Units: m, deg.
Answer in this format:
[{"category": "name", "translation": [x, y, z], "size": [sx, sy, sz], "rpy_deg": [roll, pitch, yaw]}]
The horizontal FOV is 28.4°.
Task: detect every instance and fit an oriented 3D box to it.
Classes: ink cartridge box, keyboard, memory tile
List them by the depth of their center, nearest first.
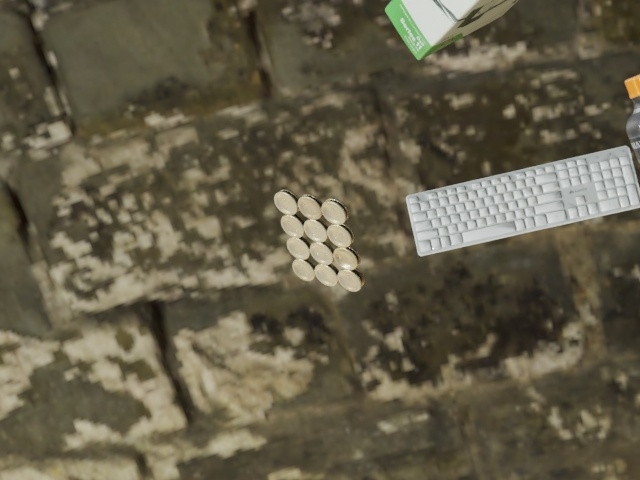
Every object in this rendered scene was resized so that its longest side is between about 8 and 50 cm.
[{"category": "keyboard", "translation": [0.228, -0.044, 1.422], "size": [0.256, 0.072, 0.014], "rpy_deg": [-13, -16, 6]}, {"category": "ink cartridge box", "translation": [0.192, -0.322, 1.552], "size": [0.153, 0.087, 0.208], "rpy_deg": [-30, -4, -22]}, {"category": "memory tile", "translation": [0.000, 0.000, 1.668], "size": [0.113, 0.148, 0.012], "rpy_deg": [11, 41, 32]}]

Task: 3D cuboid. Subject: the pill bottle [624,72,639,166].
[{"category": "pill bottle", "translation": [0.475, -0.111, 1.628], "size": [0.130, 0.246, 0.130], "rpy_deg": [-22, 2, 1]}]
